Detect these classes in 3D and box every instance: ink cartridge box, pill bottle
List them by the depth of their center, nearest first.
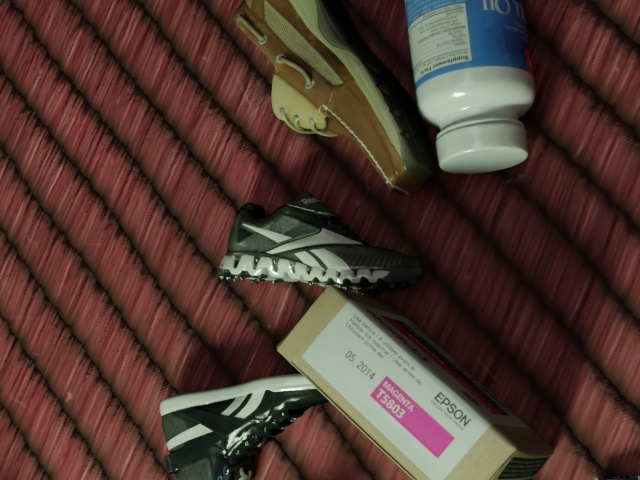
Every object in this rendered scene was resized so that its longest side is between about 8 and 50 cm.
[{"bbox_3d":[0.097,0.154,1.101,0.235,0.193,0.088,42,96,22],"label":"ink cartridge box"},{"bbox_3d":[0.156,-0.186,1.184,0.124,0.124,0.221,-10,77,19],"label":"pill bottle"}]

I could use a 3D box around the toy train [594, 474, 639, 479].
[{"bbox_3d":[0.333,0.232,1.080,0.158,0.036,0.027,-8,77,19],"label":"toy train"}]

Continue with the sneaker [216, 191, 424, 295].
[{"bbox_3d":[0.000,0.000,1.231,0.234,0.078,0.106,4,84,24],"label":"sneaker"}]

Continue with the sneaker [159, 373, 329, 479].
[{"bbox_3d":[-0.068,0.212,1.221,0.217,0.079,0.121,-14,78,26],"label":"sneaker"}]

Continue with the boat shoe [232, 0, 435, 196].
[{"bbox_3d":[0.008,-0.169,1.249,0.120,0.122,0.324,-39,61,15],"label":"boat shoe"}]
